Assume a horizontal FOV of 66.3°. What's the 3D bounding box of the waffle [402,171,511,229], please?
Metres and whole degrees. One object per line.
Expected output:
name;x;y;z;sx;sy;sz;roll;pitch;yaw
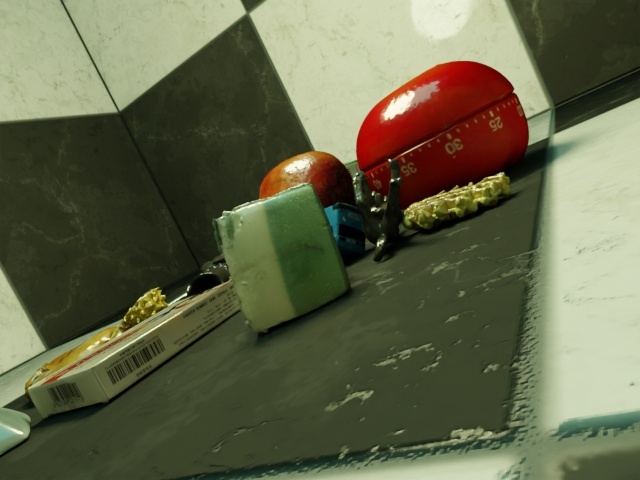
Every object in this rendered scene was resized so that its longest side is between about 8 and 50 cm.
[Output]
waffle;0.231;-0.065;0.848;0.192;0.046;0.160;-23;6;17

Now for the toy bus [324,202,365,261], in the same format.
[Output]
toy bus;0.000;0.000;0.960;0.090;0.106;0.185;17;-28;-42

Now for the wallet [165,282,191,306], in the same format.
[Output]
wallet;-0.496;0.215;1.555;0.245;0.052;0.169;-34;9;-27

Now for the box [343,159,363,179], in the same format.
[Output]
box;0.116;-0.137;1.403;0.103;0.180;0.250;-36;-2;32

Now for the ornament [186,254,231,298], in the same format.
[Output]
ornament;-0.213;0.093;1.202;0.251;0.106;0.260;-28;10;4

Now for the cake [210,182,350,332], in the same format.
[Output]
cake;-0.041;0.073;0.775;0.158;0.172;0.283;-20;-28;-4

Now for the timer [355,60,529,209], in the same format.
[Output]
timer;0.264;-0.234;1.117;0.378;0.279;0.378;-28;6;3

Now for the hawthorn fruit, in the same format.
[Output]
hawthorn fruit;-0.062;-0.088;1.223;0.301;0.253;0.254;-3;14;21

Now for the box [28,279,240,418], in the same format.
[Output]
box;-0.310;0.183;0.896;0.214;0.069;0.353;-22;5;34

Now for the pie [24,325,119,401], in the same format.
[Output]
pie;-0.545;0.272;1.111;0.274;0.069;0.273;-30;3;2

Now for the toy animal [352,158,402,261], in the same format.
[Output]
toy animal;0.114;-0.053;0.859;0.085;0.147;0.232;-14;20;11

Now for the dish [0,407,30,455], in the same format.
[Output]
dish;-0.573;0.318;0.724;0.243;0.080;0.182;-28;5;-31

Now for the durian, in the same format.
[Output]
durian;-0.389;0.191;1.063;0.140;0.078;0.224;-52;5;24
